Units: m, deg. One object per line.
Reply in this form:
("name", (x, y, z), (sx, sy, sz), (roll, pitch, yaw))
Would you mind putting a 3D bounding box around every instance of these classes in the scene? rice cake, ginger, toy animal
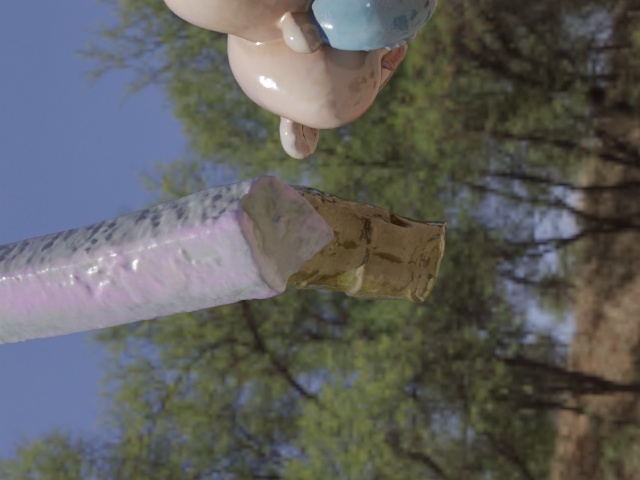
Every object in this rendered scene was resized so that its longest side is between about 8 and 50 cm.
("rice cake", (-0.162, 0.026, 0.859), (0.073, 0.365, 0.056), (59, -145, -32))
("ginger", (0.000, 0.000, 1.278), (0.116, 0.263, 0.109), (117, 159, -59))
("toy animal", (-0.023, -0.211, 1.067), (0.210, 0.221, 0.229), (-57, 3, -11))
